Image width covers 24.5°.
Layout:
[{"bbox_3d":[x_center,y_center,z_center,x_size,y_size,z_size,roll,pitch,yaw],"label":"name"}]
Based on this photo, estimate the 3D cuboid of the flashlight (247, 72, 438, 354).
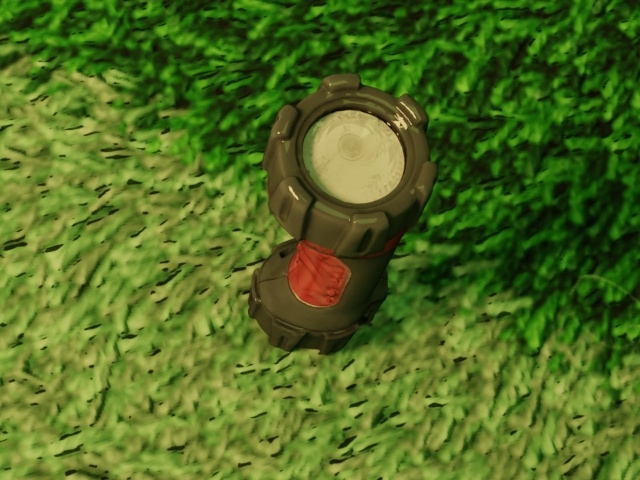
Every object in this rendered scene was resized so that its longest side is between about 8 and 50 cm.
[{"bbox_3d":[0.000,0.000,0.972,0.103,0.304,0.103,-40,81,-20],"label":"flashlight"}]
